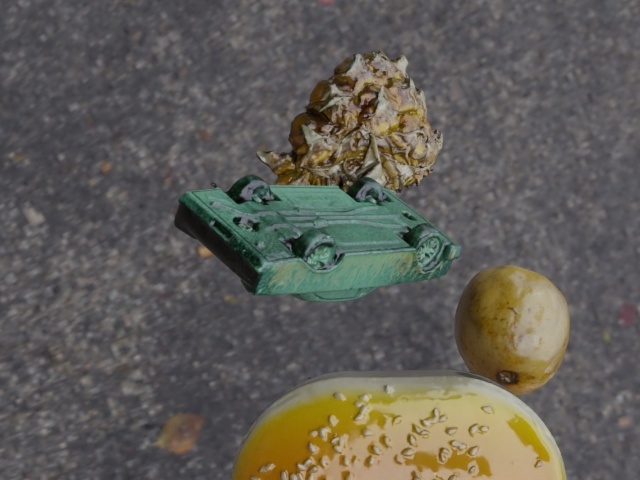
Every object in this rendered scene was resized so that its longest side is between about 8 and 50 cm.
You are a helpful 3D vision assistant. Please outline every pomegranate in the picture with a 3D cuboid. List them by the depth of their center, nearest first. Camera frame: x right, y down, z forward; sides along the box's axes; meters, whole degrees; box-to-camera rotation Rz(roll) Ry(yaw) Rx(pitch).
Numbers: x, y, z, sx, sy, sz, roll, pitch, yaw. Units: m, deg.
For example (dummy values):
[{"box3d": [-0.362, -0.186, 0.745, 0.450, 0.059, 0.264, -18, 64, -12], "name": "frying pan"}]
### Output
[{"box3d": [0.280, 0.118, 2.041, 0.196, 0.196, 0.196, 17, 63, -37], "name": "pomegranate"}]

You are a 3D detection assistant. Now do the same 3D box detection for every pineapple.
[{"box3d": [0.066, -0.146, 1.835, 0.158, 0.161, 0.334, 34, 47, 26], "name": "pineapple"}]

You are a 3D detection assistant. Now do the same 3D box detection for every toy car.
[{"box3d": [0.000, 0.000, 1.459, 0.321, 0.097, 0.141, -2, 34, -49], "name": "toy car"}]

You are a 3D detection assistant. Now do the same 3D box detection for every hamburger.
[{"box3d": [0.069, 0.222, 1.252, 0.151, 0.295, 0.227, -80, 168, -69], "name": "hamburger"}]
